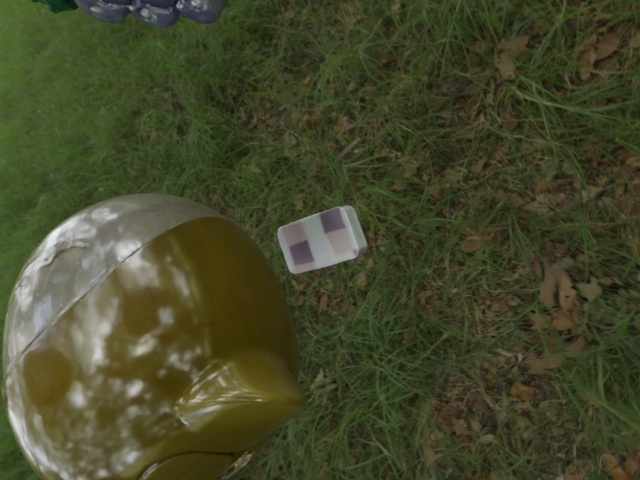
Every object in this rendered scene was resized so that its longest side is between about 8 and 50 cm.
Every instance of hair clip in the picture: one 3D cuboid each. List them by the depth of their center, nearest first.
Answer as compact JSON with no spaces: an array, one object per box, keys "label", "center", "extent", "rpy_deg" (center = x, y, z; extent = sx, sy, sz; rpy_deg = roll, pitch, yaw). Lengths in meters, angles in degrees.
[{"label":"hair clip","center":[-0.163,-0.214,0.296],"extent":[0.124,0.196,0.052],"rpy_deg":[111,158,-75]}]

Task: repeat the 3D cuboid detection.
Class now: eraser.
[{"label":"eraser","center":[0.000,0.000,0.492],"extent":[0.105,0.026,0.065],"rpy_deg":[-19,89,33]}]

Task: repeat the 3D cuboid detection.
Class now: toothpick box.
[{"label":"toothpick box","center":[-0.235,0.167,0.627],"extent":[0.409,0.409,0.425],"rpy_deg":[-54,47,20]}]
